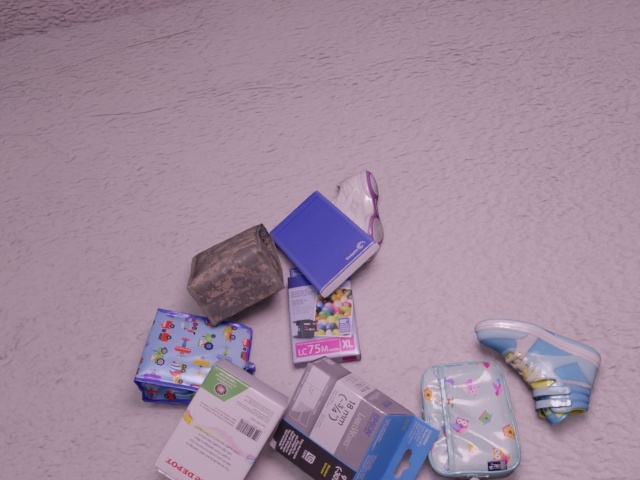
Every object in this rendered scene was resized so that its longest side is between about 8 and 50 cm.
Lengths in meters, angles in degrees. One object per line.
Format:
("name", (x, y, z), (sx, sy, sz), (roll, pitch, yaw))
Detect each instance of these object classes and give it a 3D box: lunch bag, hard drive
("lunch bag", (-0.241, 0.077, 1.557), (0.235, 0.169, 0.287), (-28, 24, 4))
("lunch bag", (-0.321, 0.324, 1.470), (0.293, 0.138, 0.221), (6, 50, 1))
("lunch bag", (0.354, 0.441, 1.317), (0.223, 0.108, 0.279), (-5, 60, 5))
("hard drive", (0.000, 0.000, 1.589), (0.210, 0.040, 0.318), (-42, 46, -3))

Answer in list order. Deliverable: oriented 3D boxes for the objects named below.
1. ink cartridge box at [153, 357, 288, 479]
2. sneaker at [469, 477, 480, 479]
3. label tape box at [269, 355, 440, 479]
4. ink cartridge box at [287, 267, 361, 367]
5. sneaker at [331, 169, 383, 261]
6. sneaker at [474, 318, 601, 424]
("ink cartridge box", (-0.235, 0.462, 1.311), (0.201, 0.117, 0.278), (31, 87, 3))
("sneaker", (0.430, 0.606, 1.148), (0.365, 0.137, 0.210), (-16, 79, -11))
("label tape box", (0.075, 0.469, 1.286), (0.333, 0.106, 0.241), (28, 99, 23))
("ink cartridge box", (0.004, 0.195, 1.539), (0.185, 0.065, 0.311), (-8, 58, 3))
("sneaker", (0.110, -0.066, 1.664), (0.152, 0.114, 0.305), (-15, 58, 23))
("sneaker", (0.523, 0.327, 1.327), (0.318, 0.127, 0.208), (18, 65, 5))
